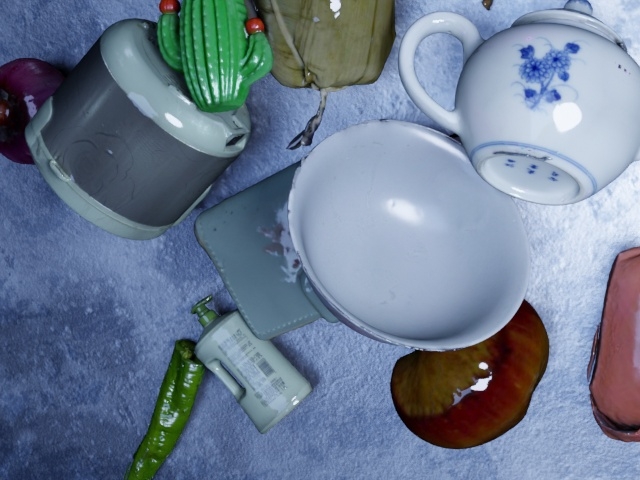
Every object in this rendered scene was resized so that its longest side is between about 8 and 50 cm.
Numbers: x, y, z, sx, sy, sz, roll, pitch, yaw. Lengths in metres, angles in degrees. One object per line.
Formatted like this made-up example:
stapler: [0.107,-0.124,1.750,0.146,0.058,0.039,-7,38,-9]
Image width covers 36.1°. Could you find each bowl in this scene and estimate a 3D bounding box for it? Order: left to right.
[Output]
bowl: [0.101,0.019,1.348,0.345,0.345,0.157,44,148,7]

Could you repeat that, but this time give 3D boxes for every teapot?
teapot: [0.308,-0.200,1.291,0.423,0.252,0.280,16,73,8]

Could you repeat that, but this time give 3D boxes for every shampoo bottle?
shampoo bottle: [-0.128,0.192,1.608,0.118,0.087,0.234,-43,84,20]

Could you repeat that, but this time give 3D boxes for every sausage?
sausage: [0.449,0.146,1.347,0.152,0.152,0.280,9,105,19]

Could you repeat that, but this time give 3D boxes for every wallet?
wallet: [0.000,0.000,1.512,0.360,0.083,0.252,-27,91,19]

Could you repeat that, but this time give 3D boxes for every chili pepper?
chili pepper: [-0.280,0.341,1.705,0.085,0.076,0.359,36,110,40]

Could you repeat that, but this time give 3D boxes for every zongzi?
zongzi: [-0.086,-0.424,1.447,0.467,0.218,0.500,27,124,39]

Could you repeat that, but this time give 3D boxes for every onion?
onion: [-0.482,-0.213,1.625,0.177,0.153,0.177,2,103,7]

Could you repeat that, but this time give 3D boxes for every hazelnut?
hazelnut: [0.225,0.189,1.420,0.217,0.217,0.251,33,87,11]

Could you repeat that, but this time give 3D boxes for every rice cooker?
rice cooker: [-0.274,-0.162,1.493,0.288,0.288,0.277,48,114,5]

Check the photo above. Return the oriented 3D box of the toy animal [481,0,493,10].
toy animal: [0.305,-0.399,1.338,0.275,0.054,0.149,-3,103,20]

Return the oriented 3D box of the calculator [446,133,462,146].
calculator: [0.225,-0.110,1.443,0.165,0.024,0.103,-11,98,24]

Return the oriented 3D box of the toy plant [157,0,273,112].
toy plant: [-0.157,-0.292,1.352,0.154,0.088,0.240,-34,76,23]
